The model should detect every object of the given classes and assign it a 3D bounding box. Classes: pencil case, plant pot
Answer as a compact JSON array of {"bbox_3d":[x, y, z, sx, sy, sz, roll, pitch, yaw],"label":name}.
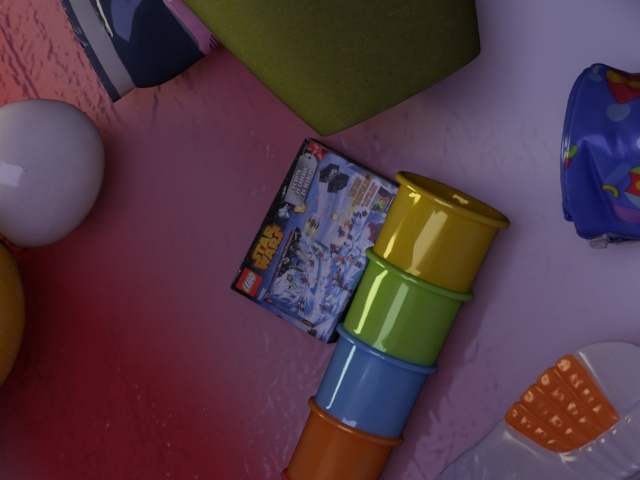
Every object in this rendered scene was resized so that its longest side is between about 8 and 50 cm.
[{"bbox_3d":[0.313,-0.035,1.381,0.306,0.119,0.133,13,101,19],"label":"pencil case"},{"bbox_3d":[-0.007,-0.237,1.440,0.275,0.275,0.293,-27,96,17],"label":"plant pot"}]

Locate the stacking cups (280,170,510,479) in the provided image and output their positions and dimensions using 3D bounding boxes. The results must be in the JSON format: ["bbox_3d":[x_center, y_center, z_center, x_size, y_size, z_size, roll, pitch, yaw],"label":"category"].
[{"bbox_3d":[0.035,0.105,1.497,0.096,0.096,0.316,29,101,17],"label":"stacking cups"}]

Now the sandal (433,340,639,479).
[{"bbox_3d":[0.178,0.160,1.457,0.265,0.076,0.102,-40,62,35],"label":"sandal"}]

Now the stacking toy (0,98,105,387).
[{"bbox_3d":[-0.349,0.076,1.557,0.480,0.350,0.350,-43,76,-5],"label":"stacking toy"}]

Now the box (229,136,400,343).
[{"bbox_3d":[0.000,0.000,1.537,0.094,0.027,0.137,30,99,16],"label":"box"}]

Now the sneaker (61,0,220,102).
[{"bbox_3d":[-0.169,-0.276,1.572,0.131,0.112,0.319,-22,85,1],"label":"sneaker"}]
